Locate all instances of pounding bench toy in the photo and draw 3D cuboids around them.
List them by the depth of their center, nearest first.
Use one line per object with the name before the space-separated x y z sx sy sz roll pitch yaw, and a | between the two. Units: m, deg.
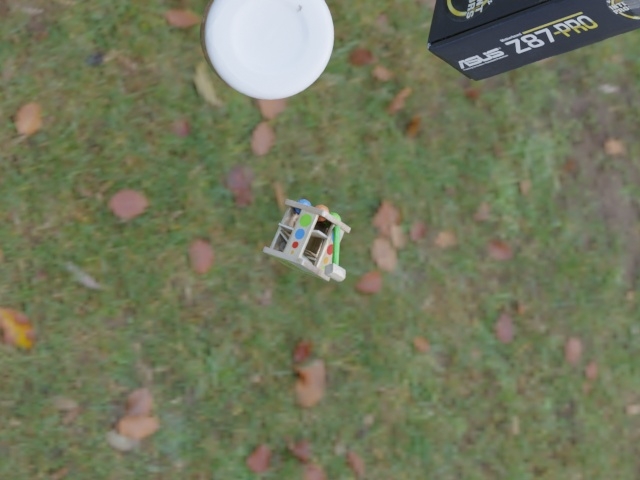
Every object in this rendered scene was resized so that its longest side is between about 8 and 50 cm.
pounding bench toy | 0.000 0.000 1.469 0.052 0.083 0.065 33 78 -51

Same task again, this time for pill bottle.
pill bottle | -0.058 -0.203 1.481 0.121 0.221 0.121 -1 98 -7

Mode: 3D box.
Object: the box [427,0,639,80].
box | 0.288 -0.394 1.655 0.097 0.318 0.394 30 63 -35
